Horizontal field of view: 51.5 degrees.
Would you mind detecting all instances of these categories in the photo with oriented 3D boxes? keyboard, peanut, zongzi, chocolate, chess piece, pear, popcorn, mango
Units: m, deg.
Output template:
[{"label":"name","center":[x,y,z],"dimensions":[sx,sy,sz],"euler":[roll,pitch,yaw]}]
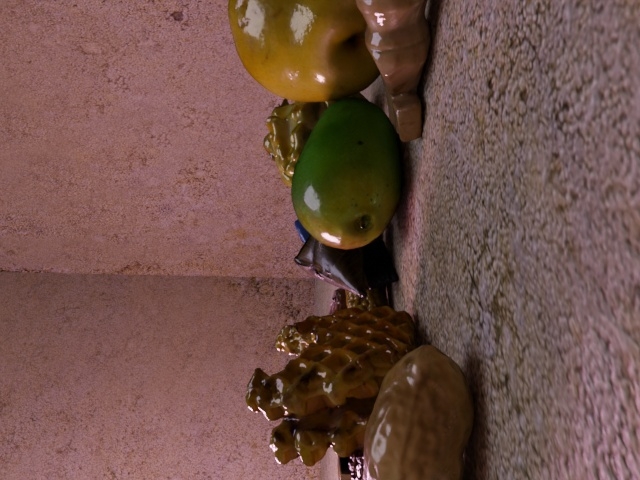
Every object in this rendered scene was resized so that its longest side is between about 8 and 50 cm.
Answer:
[{"label":"keyboard","center":[0.119,0.047,1.393],"dimensions":[0.204,0.061,0.013],"euler":[-98,-10,-69]},{"label":"peanut","center":[0.114,0.276,0.803],"dimensions":[0.147,0.147,0.305],"euler":[-103,14,-75]},{"label":"zongzi","center":[0.066,-0.007,1.385],"dimensions":[0.242,0.112,0.221],"euler":[20,83,61]},{"label":"chocolate","center":[0.070,0.243,1.824],"dimensions":[0.214,0.093,0.148],"euler":[97,175,-50]},{"label":"chess piece","center":[0.129,-0.310,1.096],"dimensions":[0.137,0.137,0.301],"euler":[-93,-7,-51]},{"label":"pear","center":[-0.012,-0.467,1.389],"dimensions":[0.418,0.362,0.362],"euler":[47,142,47]},{"label":"popcorn","center":[0.001,-0.237,1.641],"dimensions":[0.312,0.312,0.312],"euler":[-179,90,-86]},{"label":"mango","center":[0.050,-0.143,1.315],"dimensions":[0.225,0.201,0.382],"euler":[-41,35,36]}]

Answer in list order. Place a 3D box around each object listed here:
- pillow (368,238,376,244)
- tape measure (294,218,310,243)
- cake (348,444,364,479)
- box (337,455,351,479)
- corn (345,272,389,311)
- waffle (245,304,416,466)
[{"label":"pillow","center":[0.093,-0.001,1.609],"dimensions":[0.236,0.084,0.223],"euler":[-121,35,-85]},{"label":"tape measure","center":[0.000,0.000,1.797],"dimensions":[0.215,0.098,0.351],"euler":[58,-178,21]},{"label":"cake","center":[0.113,0.371,0.980],"dimensions":[0.246,0.112,0.135],"euler":[113,156,-73]},{"label":"box","center":[0.082,0.559,1.609],"dimensions":[0.083,0.079,0.035],"euler":[-100,13,-70]},{"label":"corn","center":[0.104,0.162,1.368],"dimensions":[0.320,0.097,0.097],"euler":[-96,8,-48]},{"label":"waffle","center":[0.031,0.214,1.068],"dimensions":[0.324,0.261,0.151],"euler":[-62,-44,-71]}]
